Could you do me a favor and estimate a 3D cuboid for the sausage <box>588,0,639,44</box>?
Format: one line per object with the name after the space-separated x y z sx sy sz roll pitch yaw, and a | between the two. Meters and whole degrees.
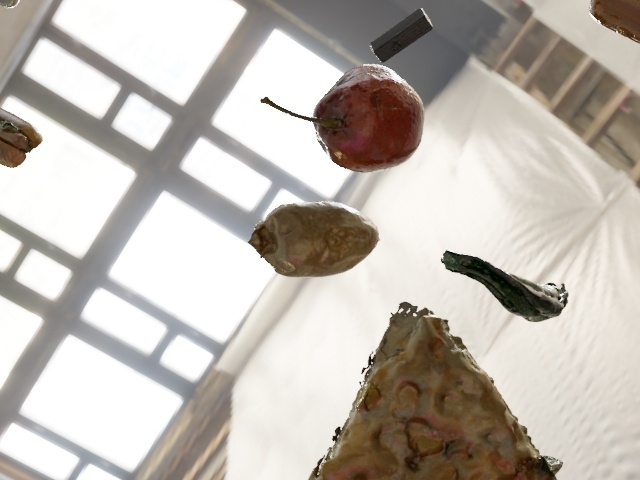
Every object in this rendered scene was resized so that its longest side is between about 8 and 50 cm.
0.408 -0.271 1.290 0.062 0.183 0.054 -38 145 -16 | sausage

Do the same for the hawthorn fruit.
0.033 -0.171 1.461 0.285 0.165 0.165 -10 143 -55 | hawthorn fruit

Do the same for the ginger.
0.000 0.000 1.848 0.152 0.267 0.138 -16 -104 50 | ginger

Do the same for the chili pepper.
0.310 0.080 1.589 0.065 0.279 0.122 -55 -142 18 | chili pepper

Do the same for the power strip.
0.139 -0.352 1.776 0.111 0.038 0.029 -34 -135 17 | power strip

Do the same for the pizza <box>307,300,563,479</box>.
0.193 0.362 1.573 0.435 0.392 0.080 -62 176 -5 | pizza

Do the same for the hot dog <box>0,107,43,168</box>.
-0.599 -0.200 1.887 0.249 0.068 0.100 23 -115 41 | hot dog

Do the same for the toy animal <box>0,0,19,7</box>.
-0.592 -0.503 1.739 0.289 0.249 0.174 -25 -157 -6 | toy animal
